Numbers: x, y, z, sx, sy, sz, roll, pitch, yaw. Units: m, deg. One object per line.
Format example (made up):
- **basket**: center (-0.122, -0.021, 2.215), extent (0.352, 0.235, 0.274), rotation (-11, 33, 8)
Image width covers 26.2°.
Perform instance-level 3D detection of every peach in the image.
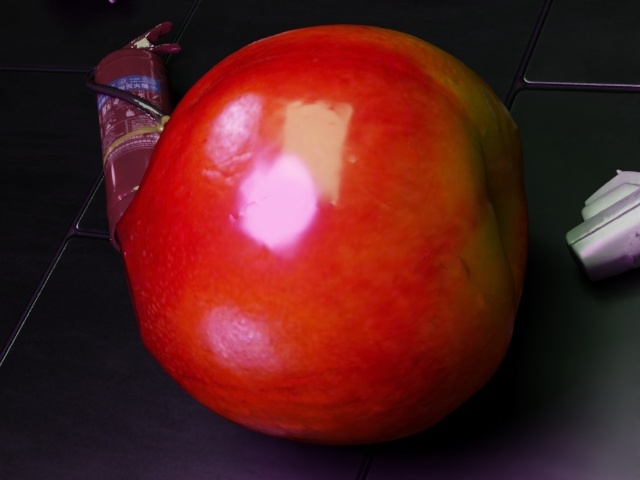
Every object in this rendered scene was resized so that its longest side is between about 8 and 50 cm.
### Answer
- **peach**: center (0.000, 0.000, 1.236), extent (0.388, 0.388, 0.388), rotation (-15, 49, 18)

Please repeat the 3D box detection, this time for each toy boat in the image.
- **toy boat**: center (0.346, -0.053, 1.276), extent (0.260, 0.078, 0.085), rotation (-30, 61, 7)

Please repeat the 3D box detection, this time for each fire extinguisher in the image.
- **fire extinguisher**: center (-0.203, -0.137, 1.625), extent (0.141, 0.105, 0.341), rotation (-13, 49, 0)

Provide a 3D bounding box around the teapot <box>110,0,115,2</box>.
- **teapot**: center (-0.354, -0.446, 1.882), extent (0.139, 0.204, 0.298), rotation (-9, 69, -4)
